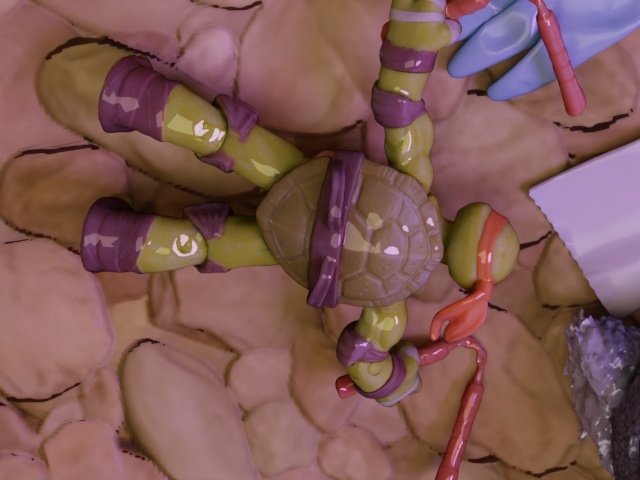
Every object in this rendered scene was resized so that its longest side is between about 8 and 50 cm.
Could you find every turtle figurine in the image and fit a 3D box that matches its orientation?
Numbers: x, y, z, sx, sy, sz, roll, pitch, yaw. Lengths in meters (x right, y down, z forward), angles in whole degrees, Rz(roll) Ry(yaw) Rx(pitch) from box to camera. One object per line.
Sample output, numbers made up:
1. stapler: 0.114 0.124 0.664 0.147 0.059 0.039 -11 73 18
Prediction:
1. turtle figurine: 0.000 0.000 0.929 0.217 0.087 0.269 12 120 9

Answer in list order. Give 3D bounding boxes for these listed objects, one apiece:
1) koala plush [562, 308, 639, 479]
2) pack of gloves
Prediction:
1. koala plush: 0.191 0.136 0.923 0.196 0.203 0.221 -6 92 30
2. pack of gloves: 0.179 -0.090 0.897 0.232 0.046 0.195 -33 103 17
